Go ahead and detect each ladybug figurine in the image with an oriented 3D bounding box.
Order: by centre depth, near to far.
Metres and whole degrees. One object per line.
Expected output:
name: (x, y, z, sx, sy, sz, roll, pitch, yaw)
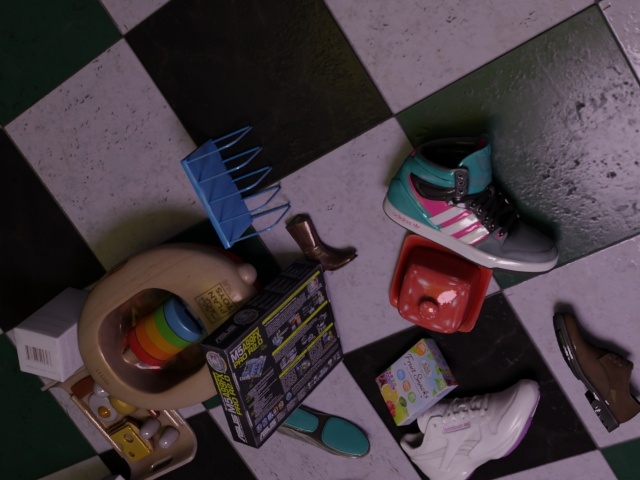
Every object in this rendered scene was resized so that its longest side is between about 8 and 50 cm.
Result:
ladybug figurine: (-0.268, 0.150, 1.657, 0.449, 0.162, 0.305, -29, 98, 32)

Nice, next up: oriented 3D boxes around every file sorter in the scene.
file sorter: (-0.140, -0.096, 1.515, 0.104, 0.118, 0.170, -18, 108, 25)

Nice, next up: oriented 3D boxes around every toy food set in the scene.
toy food set: (-0.435, 0.387, 1.886, 0.219, 0.092, 0.306, -32, 101, 31)

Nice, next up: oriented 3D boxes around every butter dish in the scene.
butter dish: (0.192, 0.093, 1.481, 0.160, 0.118, 0.160, 19, 121, 11)

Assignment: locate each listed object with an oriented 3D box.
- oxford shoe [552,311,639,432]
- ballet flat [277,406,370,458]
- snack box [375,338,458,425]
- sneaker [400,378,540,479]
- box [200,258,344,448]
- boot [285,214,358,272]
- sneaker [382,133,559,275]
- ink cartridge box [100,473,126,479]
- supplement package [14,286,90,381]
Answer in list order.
oxford shoe: (0.464, 0.204, 1.466, 0.096, 0.083, 0.227, -31, 102, 11)
ballet flat: (-0.001, 0.379, 1.741, 0.213, 0.072, 0.068, 21, 148, 11)
snack box: (0.172, 0.257, 1.590, 0.141, 0.037, 0.100, -46, 56, 32)
sneaker: (0.263, 0.333, 1.576, 0.152, 0.114, 0.305, 41, 122, -1)
box: (-0.074, 0.193, 1.532, 0.060, 0.270, 0.216, 9, 126, 37)
boot: (0.000, 0.000, 1.558, 0.106, 0.037, 0.114, -20, 103, 30)
sneaker: (0.254, -0.072, 1.378, 0.295, 0.124, 0.178, 23, 131, 11)
ink cartridge box: (-0.437, 0.687, 1.940, 0.270, 0.198, 0.197, 47, 151, -6)
supplement package: (-0.511, 0.185, 1.761, 0.105, 0.179, 0.105, 10, 118, 19)
